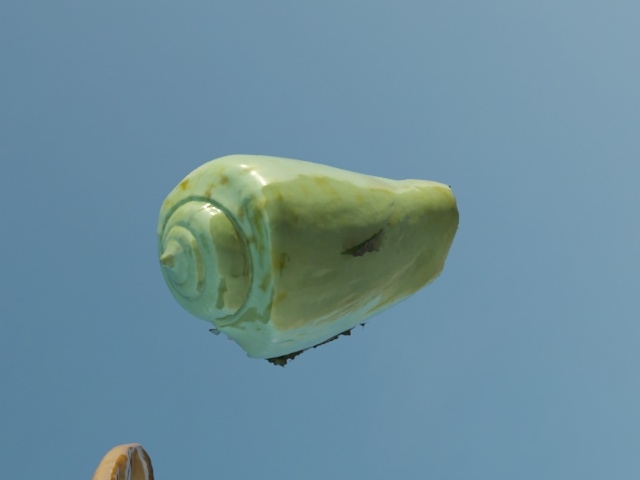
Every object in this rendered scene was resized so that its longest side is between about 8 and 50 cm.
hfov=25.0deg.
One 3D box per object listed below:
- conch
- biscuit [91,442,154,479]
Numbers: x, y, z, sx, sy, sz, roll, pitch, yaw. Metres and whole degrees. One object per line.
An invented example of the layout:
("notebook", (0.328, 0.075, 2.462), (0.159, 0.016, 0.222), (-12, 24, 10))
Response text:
("conch", (-0.011, 0.016, 1.106), (0.251, 0.137, 0.143), (12, -118, -42))
("biscuit", (-0.134, 0.263, 0.974), (0.203, 0.041, 0.260), (55, -150, -59))
